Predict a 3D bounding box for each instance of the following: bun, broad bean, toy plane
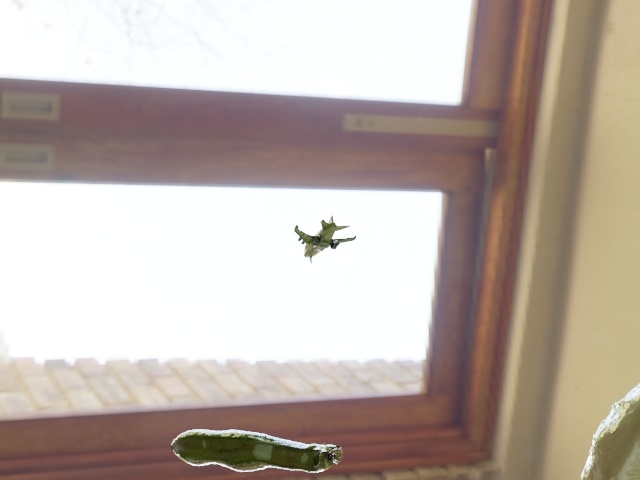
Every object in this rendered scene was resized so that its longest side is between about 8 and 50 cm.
[{"bbox_3d":[0.380,0.241,1.352,0.127,0.222,0.222,-128,-135,-54],"label":"bun"},{"bbox_3d":[-0.094,0.307,1.734,0.318,0.098,0.056,-8,-127,35],"label":"broad bean"},{"bbox_3d":[0.000,0.000,1.770,0.111,0.102,0.040,129,-34,-47],"label":"toy plane"}]
